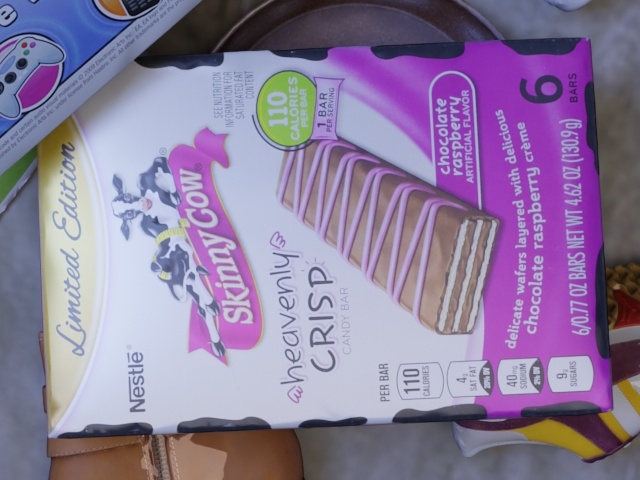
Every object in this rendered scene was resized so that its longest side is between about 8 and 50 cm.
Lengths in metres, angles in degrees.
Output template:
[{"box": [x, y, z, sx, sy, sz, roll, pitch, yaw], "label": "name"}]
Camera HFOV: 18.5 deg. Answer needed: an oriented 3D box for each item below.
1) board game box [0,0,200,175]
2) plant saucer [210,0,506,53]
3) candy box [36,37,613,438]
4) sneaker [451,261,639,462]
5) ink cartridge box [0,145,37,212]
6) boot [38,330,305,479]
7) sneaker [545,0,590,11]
[{"box": [-0.103, -0.221, 0.698, 0.308, 0.086, 0.302, -41, 135, -4], "label": "board game box"}, {"box": [0.017, -0.039, 0.902, 0.168, 0.029, 0.168, -2, 100, -10], "label": "plant saucer"}, {"box": [0.000, 0.000, 0.833, 0.233, 0.071, 0.159, -3, 86, -1], "label": "candy box"}, {"box": [0.148, 0.060, 0.930, 0.185, 0.069, 0.084, -1, 123, -13], "label": "sneaker"}, {"box": [-0.204, -0.128, 0.825, 0.189, 0.097, 0.255, -53, 137, 3], "label": "ink cartridge box"}, {"box": [-0.107, 0.114, 0.895, 0.197, 0.073, 0.152, -18, 98, -9], "label": "boot"}, {"box": [0.131, -0.219, 0.861, 0.121, 0.079, 0.217, 36, 94, -15], "label": "sneaker"}]
